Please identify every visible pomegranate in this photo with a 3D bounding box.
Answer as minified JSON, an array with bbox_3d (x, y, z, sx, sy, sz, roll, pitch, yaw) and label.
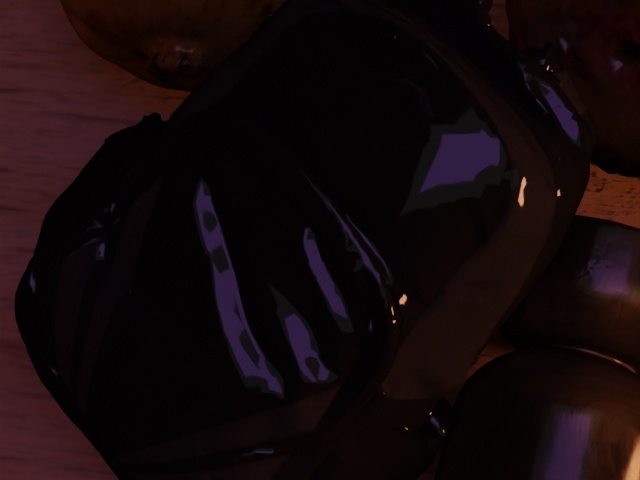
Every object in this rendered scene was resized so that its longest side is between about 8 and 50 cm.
[{"bbox_3d":[-0.102,-0.230,1.273,0.248,0.248,0.248,0,73,-1],"label":"pomegranate"}]

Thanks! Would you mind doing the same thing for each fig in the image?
[{"bbox_3d":[0.336,-0.222,1.291,0.286,0.286,0.368,43,54,10],"label":"fig"}]

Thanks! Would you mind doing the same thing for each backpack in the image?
[{"bbox_3d":[0.000,0.000,1.158,0.446,0.255,0.363,-45,73,18],"label":"backpack"}]

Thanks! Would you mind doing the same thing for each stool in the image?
[{"bbox_3d":[0.194,0.133,1.194,0.179,0.179,0.264,15,73,3],"label":"stool"}]
